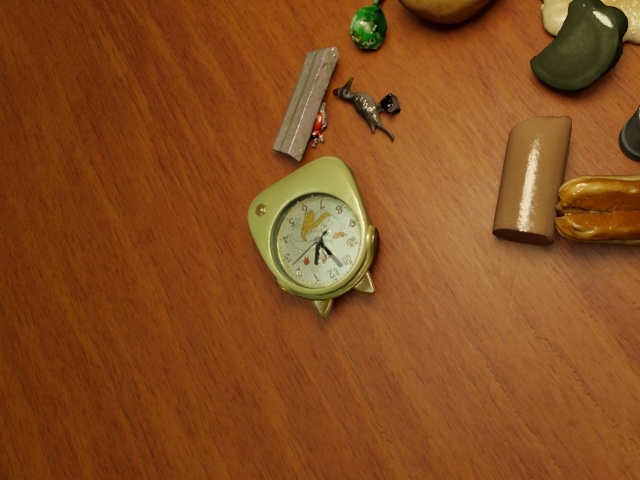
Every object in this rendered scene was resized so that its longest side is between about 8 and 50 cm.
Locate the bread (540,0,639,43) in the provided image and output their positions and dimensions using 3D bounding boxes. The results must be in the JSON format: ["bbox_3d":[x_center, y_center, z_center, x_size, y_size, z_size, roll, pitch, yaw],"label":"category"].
[{"bbox_3d":[0.616,-0.543,0.956,0.316,0.054,0.316,-3,81,20],"label":"bread"}]

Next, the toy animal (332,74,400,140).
[{"bbox_3d":[0.113,-0.333,1.119,0.202,0.070,0.105,32,114,18],"label":"toy animal"}]

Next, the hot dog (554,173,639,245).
[{"bbox_3d":[0.614,-0.057,0.851,0.337,0.100,0.135,0,96,4],"label":"hot dog"}]

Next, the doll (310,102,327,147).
[{"bbox_3d":[-0.006,-0.299,1.176,0.057,0.039,0.114,34,106,49],"label":"doll"}]

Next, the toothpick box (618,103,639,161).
[{"bbox_3d":[0.634,-0.215,0.851,0.101,0.153,0.101,-3,82,20],"label":"toothpick box"}]

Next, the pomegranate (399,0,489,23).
[{"bbox_3d":[0.285,-0.600,0.986,0.260,0.260,0.260,-3,82,21],"label":"pomegranate"}]

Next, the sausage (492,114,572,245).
[{"bbox_3d":[0.435,-0.124,0.935,0.123,0.123,0.252,10,86,22],"label":"sausage"}]

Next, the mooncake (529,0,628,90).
[{"bbox_3d":[0.519,-0.395,0.920,0.175,0.104,0.168,-12,110,51],"label":"mooncake"}]

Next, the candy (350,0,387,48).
[{"bbox_3d":[0.154,-0.632,1.146,0.097,0.097,0.323,15,80,22],"label":"candy"}]

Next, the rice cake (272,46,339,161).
[{"bbox_3d":[-0.042,-0.353,1.169,0.106,0.050,0.298,21,91,54],"label":"rice cake"}]

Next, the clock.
[{"bbox_3d":[0.000,0.000,1.093,0.286,0.117,0.348,-28,75,16],"label":"clock"}]
